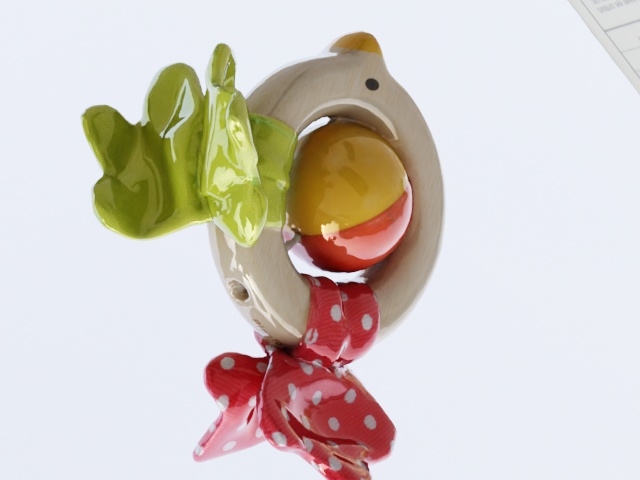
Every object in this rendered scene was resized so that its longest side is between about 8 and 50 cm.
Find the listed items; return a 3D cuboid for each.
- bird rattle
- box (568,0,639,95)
[{"bbox_3d":[0.000,0.000,1.055,0.207,0.253,0.143,-41,-161,-33],"label":"bird rattle"},{"bbox_3d":[0.155,-0.150,0.743,0.121,0.148,0.311,-43,-77,-19],"label":"box"}]
